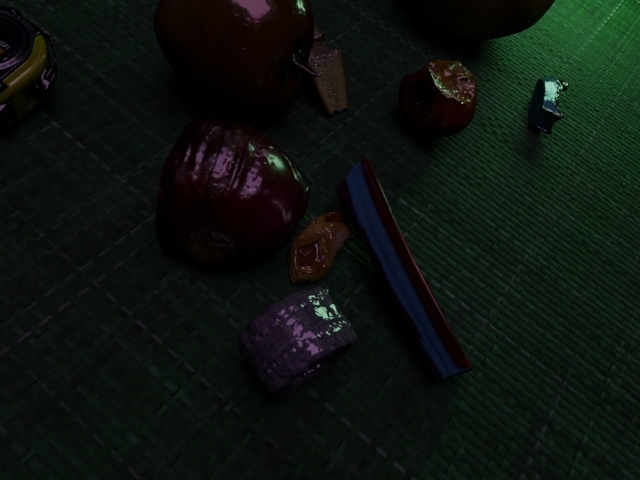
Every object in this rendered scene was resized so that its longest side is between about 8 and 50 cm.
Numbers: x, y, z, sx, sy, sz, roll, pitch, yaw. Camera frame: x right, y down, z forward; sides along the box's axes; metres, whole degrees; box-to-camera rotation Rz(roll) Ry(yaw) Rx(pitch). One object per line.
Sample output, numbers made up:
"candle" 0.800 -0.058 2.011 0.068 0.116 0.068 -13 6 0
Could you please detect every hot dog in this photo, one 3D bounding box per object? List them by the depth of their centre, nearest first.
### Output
"hot dog" 0.001 0.000 0.873 0.078 0.061 0.169 32 55 4

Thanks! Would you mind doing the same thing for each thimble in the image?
"thimble" -0.032 0.140 0.722 0.150 0.150 0.097 -25 67 -29

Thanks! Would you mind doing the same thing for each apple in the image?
"apple" 0.249 -0.291 1.091 0.158 0.147 0.156 -23 34 -38

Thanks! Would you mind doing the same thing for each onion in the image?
"onion" -0.122 -0.072 0.802 0.206 0.207 0.216 17 61 -2

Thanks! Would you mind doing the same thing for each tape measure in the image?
"tape measure" -0.535 -0.288 0.873 0.199 0.112 0.186 33 62 -1

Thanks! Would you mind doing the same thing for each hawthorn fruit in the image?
"hawthorn fruit" -0.130 -0.353 0.946 0.301 0.267 0.268 37 55 9

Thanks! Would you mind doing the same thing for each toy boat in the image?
"toy boat" 0.128 0.038 0.858 0.079 0.136 0.392 -28 71 4
"toy boat" 0.543 -0.325 1.237 0.077 0.075 0.185 20 51 0

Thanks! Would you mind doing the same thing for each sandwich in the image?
"sandwich" -0.022 -0.372 1.091 0.090 0.088 0.244 -28 70 -25

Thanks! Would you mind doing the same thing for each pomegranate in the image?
"pomegranate" 0.404 -0.692 1.251 0.417 0.416 0.416 8 56 -12
